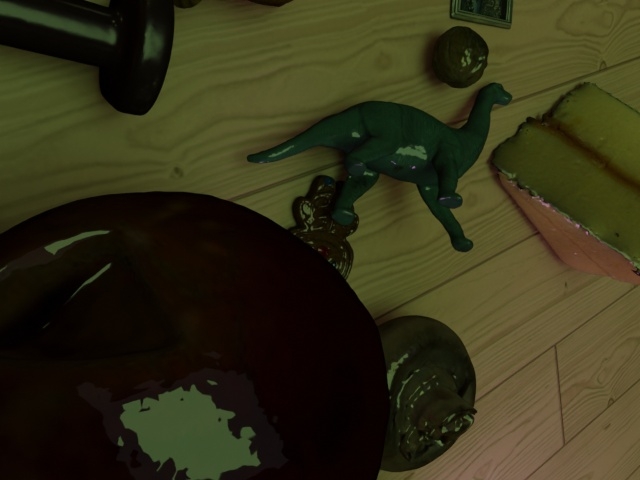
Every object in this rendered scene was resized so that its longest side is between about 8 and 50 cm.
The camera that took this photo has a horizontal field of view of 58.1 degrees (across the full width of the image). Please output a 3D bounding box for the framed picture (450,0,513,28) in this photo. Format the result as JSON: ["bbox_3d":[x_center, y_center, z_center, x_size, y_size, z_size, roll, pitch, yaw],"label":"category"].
[{"bbox_3d":[0.257,-0.429,0.887,0.142,0.011,0.183,-5,101,-34],"label":"framed picture"}]

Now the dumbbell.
[{"bbox_3d":[-0.251,-0.192,0.500,0.226,0.140,0.123,5,111,-35],"label":"dumbbell"}]

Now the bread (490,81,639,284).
[{"bbox_3d":[0.553,-0.114,1.030,0.345,0.242,0.405,-54,126,-18],"label":"bread"}]

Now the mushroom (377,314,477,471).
[{"bbox_3d":[0.130,0.220,0.816,0.227,0.178,0.226,-6,103,-24],"label":"mushroom"}]

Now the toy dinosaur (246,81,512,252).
[{"bbox_3d":[0.112,-0.170,0.806,0.384,0.129,0.330,19,55,-15],"label":"toy dinosaur"}]

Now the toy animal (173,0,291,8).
[{"bbox_3d":[-0.096,-0.303,0.582,0.230,0.156,0.155,-5,101,-33],"label":"toy animal"}]

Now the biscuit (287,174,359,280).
[{"bbox_3d":[0.000,0.000,0.777,0.124,0.026,0.174,13,91,-36],"label":"biscuit"}]

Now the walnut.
[{"bbox_3d":[0.203,-0.266,0.837,0.092,0.092,0.092,-7,102,-34],"label":"walnut"}]

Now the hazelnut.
[{"bbox_3d":[-0.157,0.150,0.482,0.403,0.402,0.429,4,134,-35],"label":"hazelnut"}]
